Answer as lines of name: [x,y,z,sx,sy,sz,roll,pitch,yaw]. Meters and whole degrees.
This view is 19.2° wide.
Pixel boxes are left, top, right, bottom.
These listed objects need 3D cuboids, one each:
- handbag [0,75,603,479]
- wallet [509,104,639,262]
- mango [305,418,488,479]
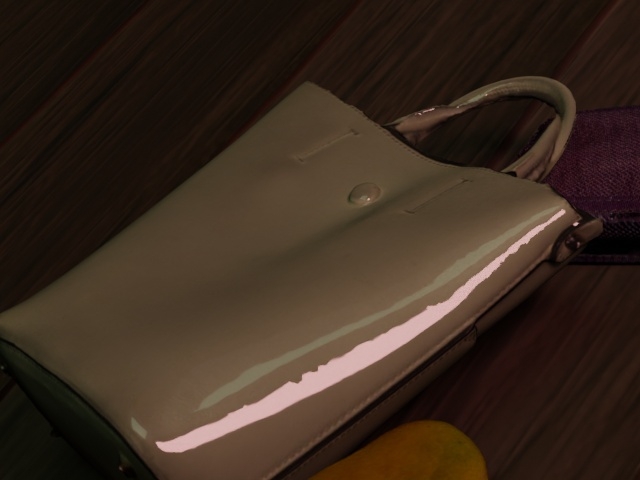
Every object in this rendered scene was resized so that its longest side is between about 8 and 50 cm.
handbag: [0.000,0.000,0.934,0.315,0.109,0.241,-43,37,-14]
wallet: [0.169,-0.036,0.953,0.166,0.030,0.111,-2,42,34]
mango: [0.015,0.136,0.805,0.101,0.066,0.187,4,36,38]
